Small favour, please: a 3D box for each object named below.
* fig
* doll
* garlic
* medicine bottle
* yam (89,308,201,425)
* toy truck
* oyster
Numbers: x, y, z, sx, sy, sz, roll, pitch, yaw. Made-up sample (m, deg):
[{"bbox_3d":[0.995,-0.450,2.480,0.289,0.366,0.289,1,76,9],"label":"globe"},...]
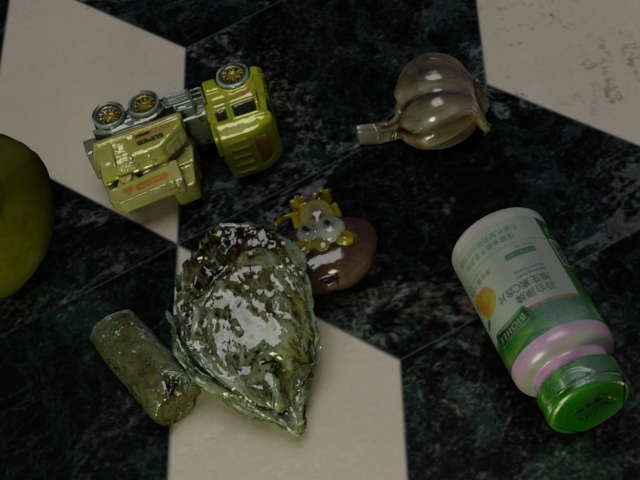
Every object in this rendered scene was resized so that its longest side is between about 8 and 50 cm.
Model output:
[{"bbox_3d":[-0.464,-0.040,2.015,0.239,0.239,0.271,15,34,21],"label":"fig"},{"bbox_3d":[-0.009,0.002,1.970,0.145,0.096,0.188,-28,44,-19],"label":"doll"},{"bbox_3d":[0.133,-0.186,2.069,0.194,0.127,0.131,-13,54,27],"label":"garlic"},{"bbox_3d":[0.270,0.098,1.816,0.133,0.133,0.274,-22,54,-5],"label":"medicine bottle"},{"bbox_3d":[-0.225,0.158,1.907,0.078,0.078,0.179,-35,54,-14],"label":"yam"},{"bbox_3d":[-0.187,-0.131,2.078,0.272,0.124,0.157,-19,52,-2],"label":"toy truck"},{"bbox_3d":[-0.095,0.108,1.873,0.198,0.112,0.268,3,71,8],"label":"oyster"}]
